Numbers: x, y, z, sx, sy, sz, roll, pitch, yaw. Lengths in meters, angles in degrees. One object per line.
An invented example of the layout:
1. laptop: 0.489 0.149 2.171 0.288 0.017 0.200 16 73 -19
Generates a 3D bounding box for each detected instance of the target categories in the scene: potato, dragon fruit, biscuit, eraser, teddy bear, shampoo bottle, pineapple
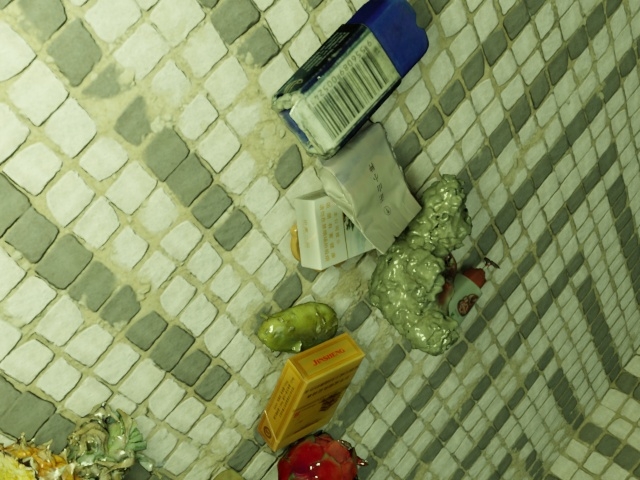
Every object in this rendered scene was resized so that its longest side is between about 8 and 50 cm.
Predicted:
1. potato: -0.048 0.190 1.880 0.225 0.090 0.117 0 113 -47
2. dragon fruit: -0.004 0.553 2.075 0.192 0.274 0.193 -33 122 31
3. biscuit: 0.000 0.004 1.861 0.184 0.027 0.134 -7 112 -45
4. eraser: 0.058 -0.315 1.649 0.332 0.101 0.155 -49 124 -16
5. teddy bear: 0.253 0.032 1.963 0.368 0.224 0.357 -62 -176 12
6. shampoo bottle: 0.375 0.149 2.307 0.284 0.071 0.153 -46 140 -13
7. pineapple: -0.425 0.398 1.541 0.271 0.262 0.263 -32 135 -49

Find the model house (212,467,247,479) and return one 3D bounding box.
1. model house: -0.167 0.766 1.943 0.343 0.334 0.382 -47 129 -16

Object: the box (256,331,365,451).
1. box: -0.025 0.340 1.946 0.174 0.076 0.274 -18 146 -37

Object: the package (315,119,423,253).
1. package: 0.099 -0.121 1.782 0.204 0.062 0.251 -44 108 -41

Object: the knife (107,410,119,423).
1. knife: -0.446 0.414 1.666 0.210 0.015 0.028 -55 147 -4

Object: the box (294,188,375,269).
1. box: 0.055 -0.042 1.828 0.233 0.067 0.150 -20 113 -41
